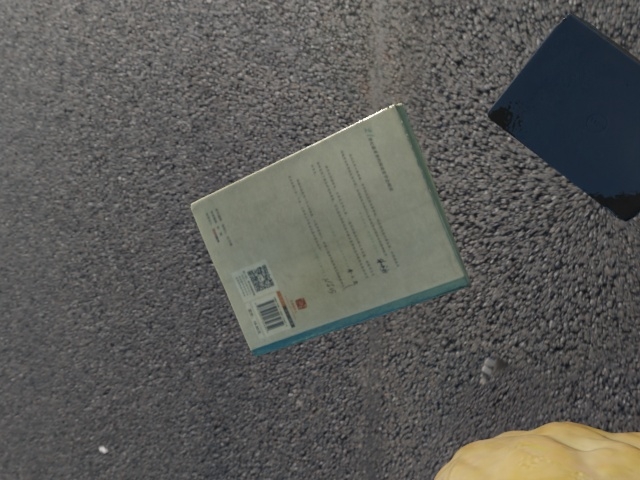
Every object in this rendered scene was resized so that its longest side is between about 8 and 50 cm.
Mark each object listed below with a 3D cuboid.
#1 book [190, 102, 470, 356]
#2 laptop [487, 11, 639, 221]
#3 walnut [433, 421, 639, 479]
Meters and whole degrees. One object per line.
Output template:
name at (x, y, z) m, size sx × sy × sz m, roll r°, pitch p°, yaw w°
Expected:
book at (0.000, 0.000, 0.645) m, size 0.283 × 0.025 × 0.214 m, roll -20°, pitch 92°, yaw 22°
laptop at (0.293, -0.125, 0.596) m, size 0.197 × 0.016 × 0.135 m, roll 42°, pitch 124°, yaw 9°
walnut at (0.214, 0.282, 0.438) m, size 0.285 × 0.285 × 0.296 m, roll -32°, pitch 108°, yaw 26°
